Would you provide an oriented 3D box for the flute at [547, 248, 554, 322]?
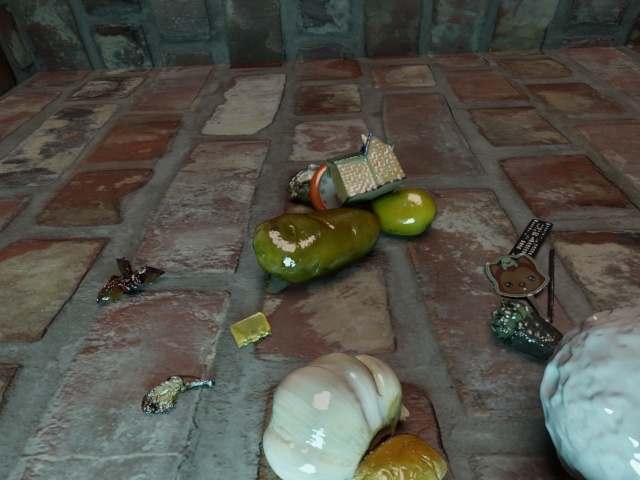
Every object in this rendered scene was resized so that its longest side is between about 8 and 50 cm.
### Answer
[{"bbox_3d":[0.579,0.105,1.053,0.014,0.014,0.270,14,43,19],"label":"flute"}]

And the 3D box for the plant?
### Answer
[{"bbox_3d":[0.436,0.191,0.903,0.143,0.095,0.092,35,66,23],"label":"plant"}]

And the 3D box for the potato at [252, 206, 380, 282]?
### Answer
[{"bbox_3d":[0.000,0.000,1.119,0.368,0.177,0.195,-14,6,-23],"label":"potato"}]

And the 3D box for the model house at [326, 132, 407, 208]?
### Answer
[{"bbox_3d":[0.116,-0.201,1.200,0.182,0.166,0.172,-20,83,-15],"label":"model house"}]

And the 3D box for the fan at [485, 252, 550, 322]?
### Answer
[{"bbox_3d":[0.499,0.115,1.029,0.131,0.009,0.220,-18,42,5],"label":"fan"}]

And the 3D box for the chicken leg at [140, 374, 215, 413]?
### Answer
[{"bbox_3d":[-0.290,0.304,0.852,0.144,0.037,0.062,-26,67,-25],"label":"chicken leg"}]

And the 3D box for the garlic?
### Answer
[{"bbox_3d":[0.013,0.287,0.739,0.203,0.185,0.281,11,39,41],"label":"garlic"}]

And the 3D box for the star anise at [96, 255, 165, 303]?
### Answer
[{"bbox_3d":[-0.504,0.074,1.068,0.140,0.144,0.158,2,40,19],"label":"star anise"}]

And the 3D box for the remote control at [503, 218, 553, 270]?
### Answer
[{"bbox_3d":[0.576,0.010,1.159,0.063,0.025,0.245,25,48,32],"label":"remote control"}]

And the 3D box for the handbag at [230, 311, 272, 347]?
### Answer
[{"bbox_3d":[-0.160,0.207,0.968,0.083,0.027,0.061,-23,44,-19],"label":"handbag"}]

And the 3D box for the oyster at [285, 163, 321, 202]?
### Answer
[{"bbox_3d":[0.020,-0.170,1.370,0.259,0.092,0.198,6,40,-16],"label":"oyster"}]

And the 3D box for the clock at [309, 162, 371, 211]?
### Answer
[{"bbox_3d":[0.064,-0.145,1.278,0.205,0.206,0.051,-23,0,-22],"label":"clock"}]

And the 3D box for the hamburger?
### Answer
[{"bbox_3d":[0.140,0.362,0.657,0.175,0.087,0.102,-2,-6,-40],"label":"hamburger"}]

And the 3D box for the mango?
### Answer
[{"bbox_3d":[0.238,-0.084,1.219,0.195,0.138,0.098,4,-3,14],"label":"mango"}]

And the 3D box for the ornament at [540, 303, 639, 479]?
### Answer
[{"bbox_3d":[0.512,0.262,0.631,0.336,0.337,0.337,-2,39,2],"label":"ornament"}]
